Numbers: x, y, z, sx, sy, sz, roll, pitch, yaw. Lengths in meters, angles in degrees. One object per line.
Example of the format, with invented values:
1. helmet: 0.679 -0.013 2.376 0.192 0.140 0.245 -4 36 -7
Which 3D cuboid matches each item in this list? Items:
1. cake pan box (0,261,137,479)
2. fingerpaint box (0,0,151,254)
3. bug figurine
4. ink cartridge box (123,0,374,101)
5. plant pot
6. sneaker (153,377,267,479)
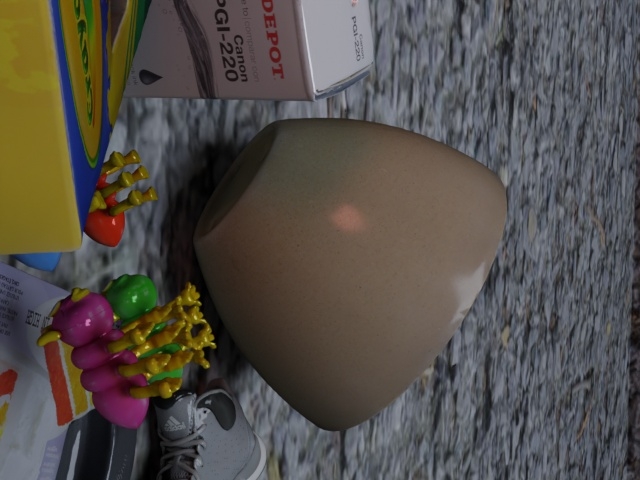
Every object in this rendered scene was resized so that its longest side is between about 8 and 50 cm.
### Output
1. cake pan box: -0.216 0.151 0.715 0.267 0.070 0.246 46 55 -65
2. fingerpaint box: -0.172 -0.270 0.438 0.371 0.163 0.445 -96 -175 -62
3. bug figurine: -0.147 0.011 0.680 0.216 0.072 0.279 64 2 -3
4. ink cartridge box: -0.080 -0.189 0.780 0.092 0.217 0.159 -38 126 -51
5. plant pot: 0.000 0.000 0.943 0.191 0.284 0.284 35 59 -17
6. sneaker: -0.129 0.200 0.905 0.229 0.086 0.132 -56 135 -55
